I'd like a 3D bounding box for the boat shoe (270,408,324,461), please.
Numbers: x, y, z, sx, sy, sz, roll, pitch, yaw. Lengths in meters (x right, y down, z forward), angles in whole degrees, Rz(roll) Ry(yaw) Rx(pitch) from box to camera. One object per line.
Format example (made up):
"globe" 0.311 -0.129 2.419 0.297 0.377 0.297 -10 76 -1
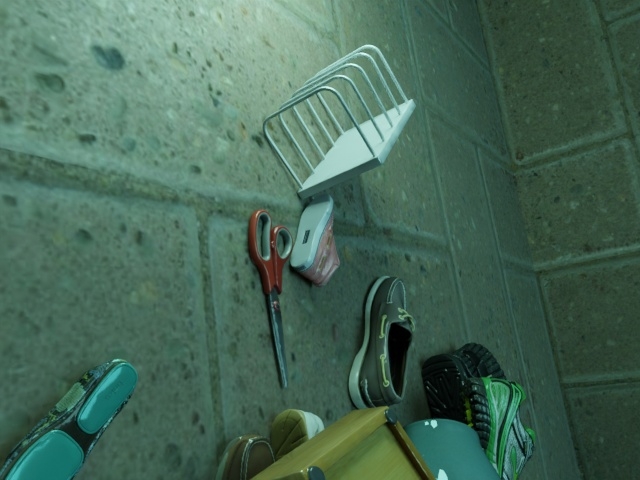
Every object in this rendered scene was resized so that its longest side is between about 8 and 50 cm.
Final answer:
"boat shoe" -0.011 0.400 0.825 0.096 0.098 0.277 25 56 -48

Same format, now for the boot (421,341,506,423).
"boot" 0.385 0.433 1.365 0.260 0.131 0.348 10 68 -54

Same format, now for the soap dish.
"soap dish" 0.054 0.356 0.712 0.229 0.118 0.291 56 27 16

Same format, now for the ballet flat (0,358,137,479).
"ballet flat" -0.267 0.201 0.566 0.070 0.070 0.188 61 39 -19

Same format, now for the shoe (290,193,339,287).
"shoe" 0.000 0.000 1.048 0.081 0.063 0.178 46 47 -37

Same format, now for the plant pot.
"plant pot" 0.227 0.490 1.013 0.271 0.272 0.255 51 24 -31

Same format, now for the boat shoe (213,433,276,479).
"boat shoe" -0.063 0.423 0.721 0.123 0.116 0.324 8 70 -55

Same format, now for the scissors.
"scissors" -0.087 0.092 0.920 0.109 0.021 0.297 30 54 -50

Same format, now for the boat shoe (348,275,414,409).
"boat shoe" 0.147 0.200 1.142 0.116 0.097 0.324 53 39 -29

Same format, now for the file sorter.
"file sorter" 0.041 -0.249 1.096 0.173 0.193 0.277 56 37 -20

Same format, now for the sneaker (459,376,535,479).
"sneaker" 0.391 0.463 1.150 0.134 0.146 0.343 123 -35 -82
